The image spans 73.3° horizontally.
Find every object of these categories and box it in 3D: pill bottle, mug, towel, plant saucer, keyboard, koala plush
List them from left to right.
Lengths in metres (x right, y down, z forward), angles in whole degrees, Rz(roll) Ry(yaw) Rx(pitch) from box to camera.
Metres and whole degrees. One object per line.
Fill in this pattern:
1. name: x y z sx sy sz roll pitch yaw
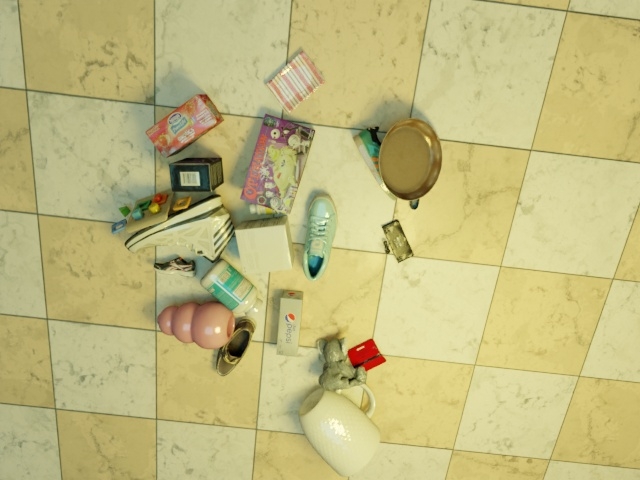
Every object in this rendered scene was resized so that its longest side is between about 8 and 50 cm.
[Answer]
1. pill bottle: -0.373 0.213 1.839 0.146 0.146 0.264 -43 102 13
2. pill bottle: -0.229 -0.137 1.766 0.116 0.065 0.065 -5 108 2
3. towel: -0.097 -0.598 1.635 0.197 0.029 0.144 -38 103 12
4. koala plush: 0.073 0.541 1.919 0.196 0.203 0.221 -13 80 40
5. mug: 0.100 0.821 1.987 0.374 0.276 0.328 -44 97 -17
6. keyboard: 0.316 0.011 1.830 0.108 0.023 0.180 -26 105 2
7. plant saucer: 0.338 -0.310 1.653 0.310 0.050 0.311 -6 103 -28

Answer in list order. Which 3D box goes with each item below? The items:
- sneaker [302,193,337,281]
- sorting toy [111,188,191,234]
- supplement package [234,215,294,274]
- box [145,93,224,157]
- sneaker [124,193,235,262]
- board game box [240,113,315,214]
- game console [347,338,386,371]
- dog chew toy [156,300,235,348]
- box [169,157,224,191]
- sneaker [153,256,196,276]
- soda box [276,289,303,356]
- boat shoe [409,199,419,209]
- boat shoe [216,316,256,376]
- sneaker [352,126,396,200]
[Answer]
1. sneaker: 0.000 0.000 1.763 0.135 0.150 0.366 4 108 -1
2. sorting toy: -0.682 -0.131 1.712 0.347 0.196 0.047 -18 131 6
3. supplement package: -0.224 0.017 1.771 0.203 0.149 0.194 -7 108 3
4. box: -0.514 -0.438 1.641 0.256 0.128 0.123 -31 105 11
5. sneaker: -0.559 0.012 1.764 0.447 0.169 0.258 -23 104 6
6. board game box: -0.168 -0.296 1.691 0.208 0.056 0.347 17 96 -1
7. game console: 0.215 0.541 2.006 0.144 0.085 0.124 -29 74 9
8. dog chew toy: -0.548 0.358 1.869 0.331 0.206 0.207 5 108 8
9. box: -0.471 -0.256 1.657 0.153 0.207 0.108 -1 108 0
10. sneaker: -0.625 0.106 1.858 0.178 0.072 0.077 7 96 -10
11. soda box: -0.135 0.370 1.914 0.098 0.091 0.286 5 108 0
12. boat shoe: 0.389 -0.193 1.752 0.049 0.040 0.142 0 108 1
13. boat shoe: -0.394 0.498 1.956 0.116 0.097 0.324 29 106 -8
14. sneaker: 0.250 -0.303 1.684 0.121 0.108 0.302 -30 104 14
